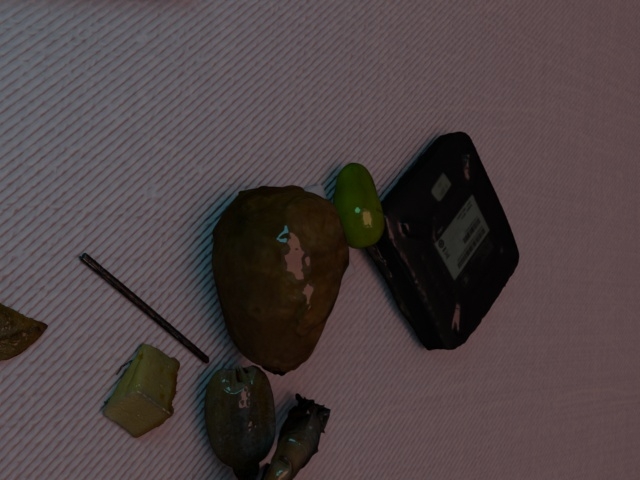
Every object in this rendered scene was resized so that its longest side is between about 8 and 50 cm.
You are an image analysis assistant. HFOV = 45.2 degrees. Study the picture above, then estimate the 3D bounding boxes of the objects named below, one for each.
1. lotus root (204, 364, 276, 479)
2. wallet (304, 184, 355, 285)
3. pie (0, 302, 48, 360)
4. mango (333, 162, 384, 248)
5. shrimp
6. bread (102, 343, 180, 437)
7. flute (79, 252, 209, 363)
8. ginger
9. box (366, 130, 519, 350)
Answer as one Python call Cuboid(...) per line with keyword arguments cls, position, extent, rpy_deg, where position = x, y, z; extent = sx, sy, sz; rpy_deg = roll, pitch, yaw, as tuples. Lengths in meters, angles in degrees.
Cuboid(cls="lotus root", position=(-0.123, 0.287, 1.202), extent=(0.113, 0.088, 0.192), rpy_deg=(-8, 99, -24))
Cuboid(cls="wallet", position=(0.000, 0.000, 1.358), extent=(0.095, 0.033, 0.190), rpy_deg=(-32, 110, -36))
Cuboid(cls="pie", position=(-0.432, 0.103, 0.970), extent=(0.170, 0.034, 0.092), rpy_deg=(48, 58, -38))
Cuboid(cls="mango", position=(0.070, -0.057, 1.362), extent=(0.163, 0.089, 0.117), rpy_deg=(-85, 155, -45))
Cuboid(cls="shrimp", position=(-0.055, 0.362, 1.234), extent=(0.075, 0.289, 0.178), rpy_deg=(30, 106, -1))
Cuboid(cls="bread", position=(-0.264, 0.214, 1.131), extent=(0.084, 0.080, 0.109), rpy_deg=(44, 27, -33))
Cuboid(cls="flute", position=(-0.255, 0.105, 1.140), extent=(0.269, 0.014, 0.014), rpy_deg=(48, 60, -31))
Cuboid(cls="ginger", position=(-0.071, 0.043, 1.181), extent=(0.223, 0.200, 0.269), rpy_deg=(45, 61, -34))
Cuboid(cls="box", position=(0.258, 0.001, 1.552), extent=(0.359, 0.091, 0.350), rpy_deg=(-47, 120, -34))
